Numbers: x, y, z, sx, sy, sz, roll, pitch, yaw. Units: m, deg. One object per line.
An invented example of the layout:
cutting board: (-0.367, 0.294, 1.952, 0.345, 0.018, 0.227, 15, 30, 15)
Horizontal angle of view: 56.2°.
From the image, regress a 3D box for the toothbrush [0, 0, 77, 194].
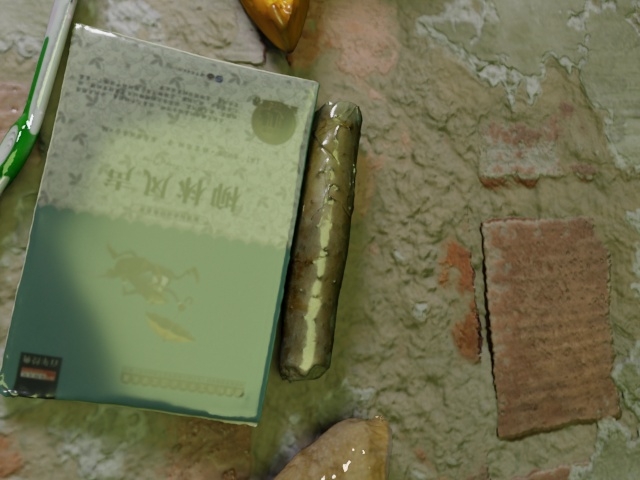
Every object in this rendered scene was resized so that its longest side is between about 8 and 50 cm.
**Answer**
toothbrush: (-0.297, -0.095, 0.581, 0.040, 0.042, 0.418, 20, 79, -49)

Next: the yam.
yam: (0.000, 0.000, 0.675, 0.071, 0.067, 0.317, 21, 74, -57)

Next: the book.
book: (-0.157, -0.014, 0.623, 0.264, 0.031, 0.379, 10, 83, -12)

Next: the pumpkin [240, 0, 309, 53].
pumpkin: (-0.065, -0.394, 0.641, 0.258, 0.095, 0.290, 32, 93, -13)

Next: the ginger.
ginger: (-0.036, 0.328, 0.619, 0.190, 0.126, 0.354, 44, 70, -2)
